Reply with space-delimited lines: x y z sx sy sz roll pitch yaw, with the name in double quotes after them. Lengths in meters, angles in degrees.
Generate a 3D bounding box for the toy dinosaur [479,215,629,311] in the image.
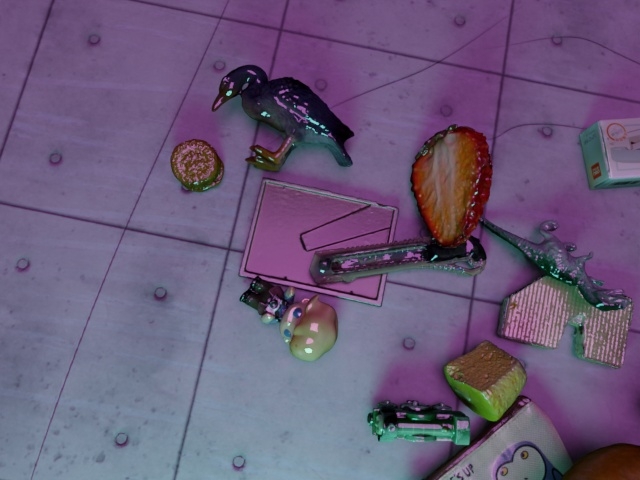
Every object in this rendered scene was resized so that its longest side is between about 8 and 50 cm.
0.443 0.000 1.028 0.129 0.076 0.383 -26 52 -36 "toy dinosaur"

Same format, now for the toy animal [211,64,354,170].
-0.067 -0.233 1.022 0.298 0.122 0.185 16 78 0 "toy animal"

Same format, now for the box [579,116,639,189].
0.694 -0.188 1.066 0.269 0.079 0.135 -4 79 -3 "box"

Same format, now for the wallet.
0.326 0.468 0.922 0.335 0.068 0.275 -34 89 -12 "wallet"

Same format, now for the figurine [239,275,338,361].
-0.055 0.139 0.960 0.196 0.108 0.114 36 76 8 "figurine"

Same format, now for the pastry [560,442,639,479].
0.503 0.514 0.847 0.355 0.164 0.356 0 91 -18 "pastry"

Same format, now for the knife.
0.158 0.038 1.003 0.365 0.043 0.089 -5 79 -8 "knife"

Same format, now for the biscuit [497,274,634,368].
0.479 0.153 1.006 0.249 0.046 0.147 14 78 0 "biscuit"

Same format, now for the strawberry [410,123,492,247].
0.274 -0.099 0.997 0.111 0.190 0.237 5 77 -32 "strawberry"

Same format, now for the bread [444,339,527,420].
0.304 0.261 0.944 0.114 0.129 0.111 -36 126 -13 "bread"

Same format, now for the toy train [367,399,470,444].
0.176 0.333 0.931 0.178 0.104 0.071 3 83 -1 "toy train"

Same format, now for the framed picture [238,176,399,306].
0.000 0.000 1.031 0.289 0.020 0.211 12 79 0 "framed picture"

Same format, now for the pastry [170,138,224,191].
-0.248 -0.151 1.031 0.109 0.057 0.097 37 81 6 "pastry"
